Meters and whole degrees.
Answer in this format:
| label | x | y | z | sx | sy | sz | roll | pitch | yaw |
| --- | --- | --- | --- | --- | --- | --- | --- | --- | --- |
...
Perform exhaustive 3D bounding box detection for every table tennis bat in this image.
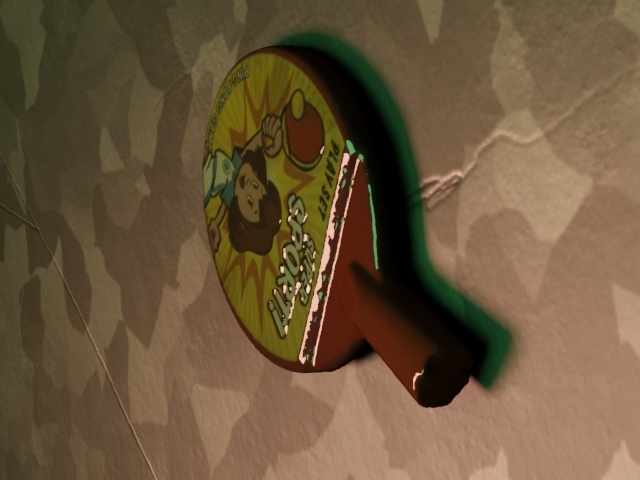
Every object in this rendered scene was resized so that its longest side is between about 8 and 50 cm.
| label | x | y | z | sx | sy | sz | roll | pitch | yaw |
| --- | --- | --- | --- | --- | --- | --- | --- | --- | --- |
| table tennis bat | 0.000 | 0.000 | 1.381 | 0.414 | 0.051 | 0.268 | 48 | 134 | 48 |
